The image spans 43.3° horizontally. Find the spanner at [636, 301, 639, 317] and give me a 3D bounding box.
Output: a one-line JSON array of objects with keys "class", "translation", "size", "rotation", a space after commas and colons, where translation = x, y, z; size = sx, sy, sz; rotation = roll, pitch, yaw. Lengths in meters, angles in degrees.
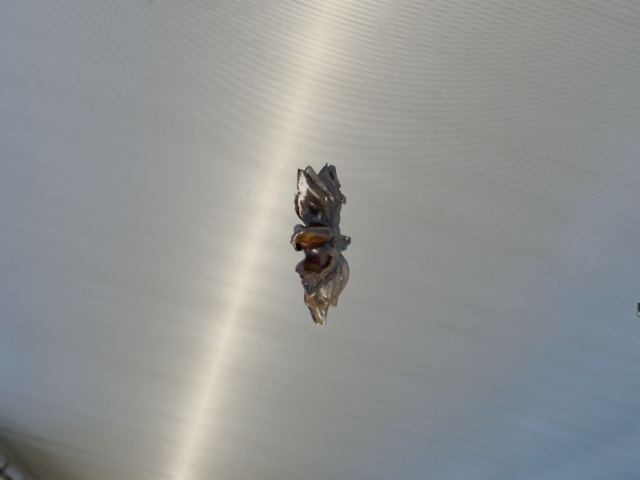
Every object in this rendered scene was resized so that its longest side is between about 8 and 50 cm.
[{"class": "spanner", "translation": [0.624, 0.122, 1.148], "size": [0.324, 0.040, 0.096], "rotation": [7, 150, 25]}]

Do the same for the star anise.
[{"class": "star anise", "translation": [0.000, -0.001, 1.319], "size": [0.088, 0.288, 0.288], "rotation": [1, 151, 13]}]
